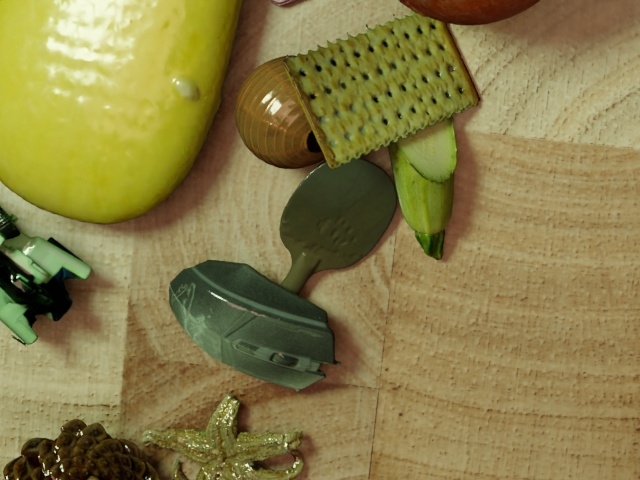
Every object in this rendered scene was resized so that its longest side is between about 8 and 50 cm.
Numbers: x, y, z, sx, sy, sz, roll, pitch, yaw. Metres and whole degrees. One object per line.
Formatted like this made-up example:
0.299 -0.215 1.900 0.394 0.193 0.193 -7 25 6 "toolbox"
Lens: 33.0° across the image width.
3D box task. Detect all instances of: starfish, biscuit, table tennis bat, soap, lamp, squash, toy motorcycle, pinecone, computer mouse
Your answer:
-0.127 0.270 1.374 0.209 0.053 0.150 13 94 7 "starfish"
0.074 -0.182 1.245 0.231 0.016 0.139 -27 94 -28 "biscuit"
0.000 0.000 1.319 0.131 0.022 0.234 25 110 -24 "table tennis bat"
-0.257 -0.233 1.297 0.306 0.115 0.427 21 100 0 "soap"
-0.033 -0.149 1.268 0.136 0.136 0.136 1 97 7 "lamp"
0.127 -0.070 1.288 0.075 0.090 0.200 -4 101 43 "squash"
-0.442 -0.017 1.320 0.331 0.196 0.125 40 85 -13 "toy motorcycle"
-0.307 0.334 1.342 0.207 0.208 0.208 1 97 7 "pinecone"
-0.085 0.112 1.319 0.231 0.071 0.126 30 122 1 "computer mouse"

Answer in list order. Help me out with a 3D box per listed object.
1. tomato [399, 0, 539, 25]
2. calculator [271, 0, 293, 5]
0.171 -0.365 1.153 0.264 0.265 0.265 1 97 7 "tomato"
-0.043 -0.388 1.293 0.126 0.034 0.190 -26 99 9 "calculator"
